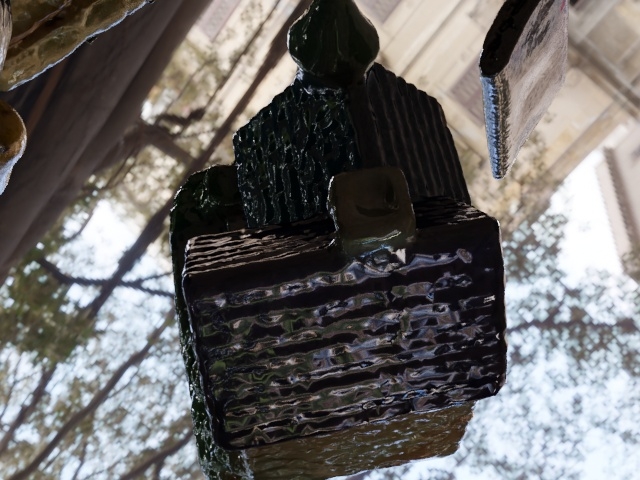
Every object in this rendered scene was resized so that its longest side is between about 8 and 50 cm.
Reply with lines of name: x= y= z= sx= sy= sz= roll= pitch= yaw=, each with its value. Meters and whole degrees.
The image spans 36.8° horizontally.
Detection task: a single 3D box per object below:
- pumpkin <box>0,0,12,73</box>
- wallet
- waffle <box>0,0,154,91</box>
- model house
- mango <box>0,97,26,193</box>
pumpkin: x=-0.354 y=-0.170 z=0.545 sx=0.363 sy=0.266 sz=0.363 roll=47 pitch=179 yaw=1
wallet: x=0.232 y=-0.194 z=1.104 sx=0.044 sy=0.170 sz=0.321 roll=28 pitch=172 yaw=18
waffle: x=-0.298 y=-0.339 z=0.940 sx=0.376 sy=0.261 sz=0.114 roll=53 pitch=174 yaw=31
model house: x=0.000 y=0.000 z=0.711 sx=0.245 sy=0.280 sz=0.312 roll=-8 pitch=-117 yaw=-4
mango: x=-0.358 y=-0.095 z=0.952 sx=0.115 sy=0.178 sz=0.090 roll=37 pitch=-126 yaw=-11
